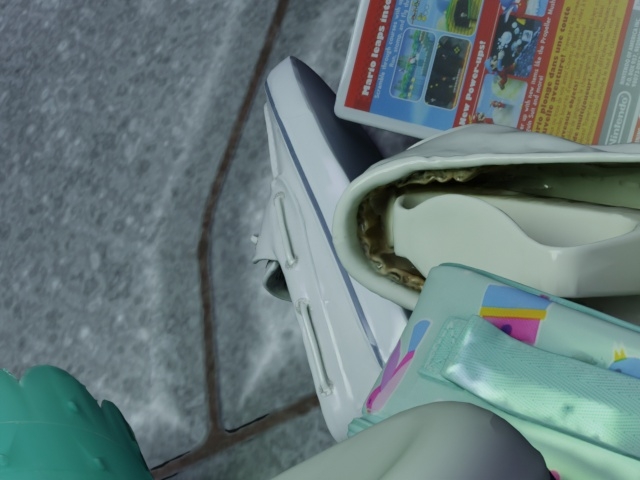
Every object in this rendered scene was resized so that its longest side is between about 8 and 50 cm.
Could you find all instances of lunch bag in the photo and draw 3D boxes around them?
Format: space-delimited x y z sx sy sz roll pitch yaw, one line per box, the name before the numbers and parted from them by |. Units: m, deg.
lunch bag | 0.150 0.110 0.624 0.279 0.224 0.108 17 77 46

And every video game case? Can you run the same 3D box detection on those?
video game case | 0.145 -0.134 0.847 0.285 0.025 0.204 18 96 36

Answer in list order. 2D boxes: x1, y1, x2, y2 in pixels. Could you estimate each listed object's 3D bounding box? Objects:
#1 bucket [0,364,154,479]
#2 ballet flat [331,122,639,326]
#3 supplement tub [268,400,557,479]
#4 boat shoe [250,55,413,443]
bucket | -0.181 0.218 0.838 0.281 0.281 0.183 -48 49 9
ballet flat | 0.167 0.014 0.716 0.400 0.139 0.139 8 71 42
supplement tub | 0.043 0.234 0.496 0.228 0.228 0.316 -33 91 24
boat shoe | 0.000 0.000 0.923 0.084 0.095 0.258 -34 46 17
